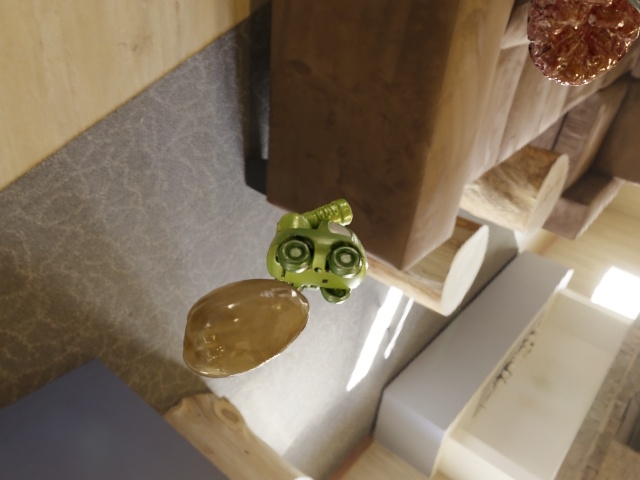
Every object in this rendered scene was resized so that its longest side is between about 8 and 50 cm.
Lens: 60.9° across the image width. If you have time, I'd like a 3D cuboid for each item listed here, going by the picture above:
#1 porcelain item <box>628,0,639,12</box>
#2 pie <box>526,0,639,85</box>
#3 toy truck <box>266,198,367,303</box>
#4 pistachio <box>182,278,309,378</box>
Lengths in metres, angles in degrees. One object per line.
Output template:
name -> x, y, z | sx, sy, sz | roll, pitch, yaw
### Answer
porcelain item -> 0.308, -0.252, 0.511 | 0.081, 0.215, 0.069 | -45, -176, -24
pie -> 0.308, -0.256, 0.627 | 0.155, 0.036, 0.154 | -5, 114, -11
toy truck -> -0.015, 0.012, 1.054 | 0.187, 0.210, 0.148 | -6, 148, -13
pistachio -> -0.094, 0.106, 0.694 | 0.186, 0.126, 0.108 | -28, 136, -38
